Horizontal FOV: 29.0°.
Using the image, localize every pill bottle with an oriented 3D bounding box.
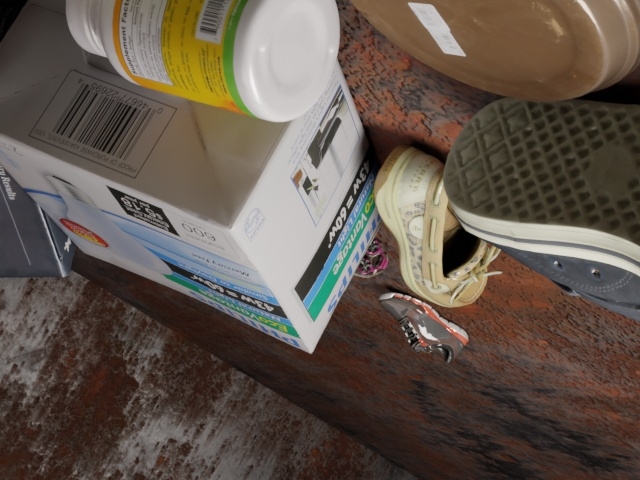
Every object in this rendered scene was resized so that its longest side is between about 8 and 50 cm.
[{"bbox_3d":[-0.116,-0.200,1.150,0.246,0.136,0.136,19,162,33],"label":"pill bottle"}]

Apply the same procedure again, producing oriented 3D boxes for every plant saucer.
[{"bbox_3d":[0.120,-0.190,0.957,0.278,0.041,0.278,26,165,7],"label":"plant saucer"}]

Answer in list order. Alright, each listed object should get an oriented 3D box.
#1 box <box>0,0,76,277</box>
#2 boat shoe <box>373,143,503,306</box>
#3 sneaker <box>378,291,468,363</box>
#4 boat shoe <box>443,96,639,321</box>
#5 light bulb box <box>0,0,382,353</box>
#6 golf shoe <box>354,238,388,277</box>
[{"bbox_3d":[-0.519,-0.121,1.551,0.396,0.212,0.293,0,137,6],"label":"box"},{"bbox_3d":[0.144,0.002,1.399,0.089,0.104,0.285,22,163,33],"label":"boat shoe"},{"bbox_3d":[0.151,0.134,1.879,0.158,0.065,0.061,31,164,-9],"label":"sneaker"},{"bbox_3d":[0.312,-0.004,0.964,0.156,0.186,0.500,35,169,-39],"label":"boat shoe"},{"bbox_3d":[-0.145,-0.087,1.398,0.358,0.225,0.361,22,162,22],"label":"light bulb box"},{"bbox_3d":[0.000,0.000,1.713,0.186,0.067,0.086,31,166,-9],"label":"golf shoe"}]
